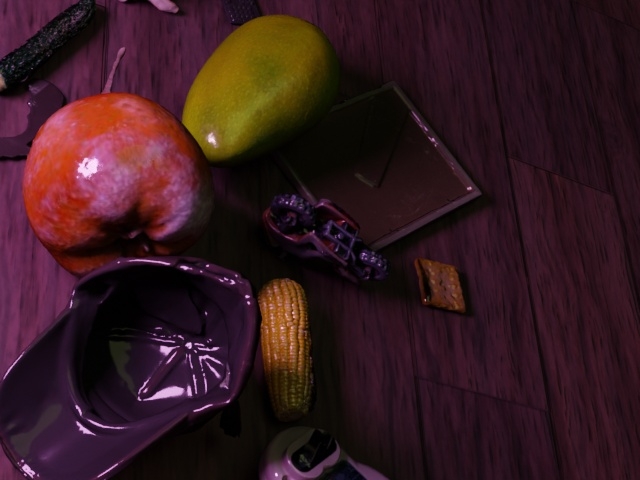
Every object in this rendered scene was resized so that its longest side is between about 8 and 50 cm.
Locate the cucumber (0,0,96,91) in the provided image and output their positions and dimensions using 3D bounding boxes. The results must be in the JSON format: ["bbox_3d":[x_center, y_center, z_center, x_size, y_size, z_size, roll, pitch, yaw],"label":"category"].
[{"bbox_3d":[-0.377,-0.275,1.863,0.044,0.043,0.256,41,42,-5],"label":"cucumber"}]

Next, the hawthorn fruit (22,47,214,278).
[{"bbox_3d":[-0.262,-0.068,1.679,0.235,0.231,0.263,-26,36,-29],"label":"hawthorn fruit"}]

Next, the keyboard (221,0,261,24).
[{"bbox_3d":[-0.147,-0.428,2.176,0.067,0.011,0.202,-1,59,-37],"label":"keyboard"}]

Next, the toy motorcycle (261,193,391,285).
[{"bbox_3d":[0.000,0.000,1.908,0.212,0.118,0.084,36,59,-28],"label":"toy motorcycle"}]

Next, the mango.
[{"bbox_3d":[-0.087,-0.209,1.943,0.192,0.156,0.343,12,42,20],"label":"mango"}]

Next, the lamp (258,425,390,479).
[{"bbox_3d":[0.014,0.342,1.650,0.246,0.108,0.179,51,39,8],"label":"lamp"}]

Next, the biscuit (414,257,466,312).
[{"bbox_3d":[0.182,0.069,2.050,0.081,0.018,0.083,12,53,-31],"label":"biscuit"}]

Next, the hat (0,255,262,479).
[{"bbox_3d":[-0.212,0.166,1.598,0.336,0.209,0.238,-43,73,-9],"label":"hat"}]

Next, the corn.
[{"bbox_3d":[-0.044,0.143,1.786,0.072,0.072,0.203,14,53,-29],"label":"corn"}]

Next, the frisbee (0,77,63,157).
[{"bbox_3d":[-0.389,-0.127,1.765,0.187,0.012,0.211,-4,62,-38],"label":"frisbee"}]

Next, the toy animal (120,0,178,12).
[{"bbox_3d":[-0.294,-0.444,2.038,0.184,0.104,0.185,41,16,-47],"label":"toy animal"}]

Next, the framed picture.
[{"bbox_3d":[0.084,-0.114,2.109,0.335,0.022,0.247,-27,77,-45],"label":"framed picture"}]
